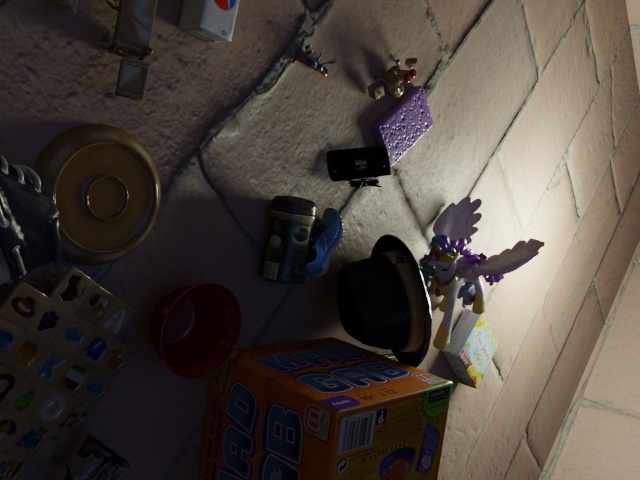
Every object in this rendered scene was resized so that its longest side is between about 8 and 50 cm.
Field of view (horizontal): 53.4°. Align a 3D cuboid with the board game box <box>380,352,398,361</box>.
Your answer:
[{"bbox_3d":[0.180,0.444,1.777,0.136,0.030,0.259,4,96,-46],"label":"board game box"}]

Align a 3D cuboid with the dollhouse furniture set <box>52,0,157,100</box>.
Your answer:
[{"bbox_3d":[-0.346,-0.322,0.985,0.161,0.101,0.181,10,93,-24],"label":"dollhouse furniture set"}]

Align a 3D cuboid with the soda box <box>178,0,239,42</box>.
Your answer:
[{"bbox_3d":[-0.183,-0.465,1.122,0.074,0.069,0.216,12,89,-48],"label":"soda box"}]

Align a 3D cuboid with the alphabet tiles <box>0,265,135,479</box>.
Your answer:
[{"bbox_3d":[-0.437,0.218,0.989,0.342,0.011,0.285,-58,147,-16],"label":"alphabet tiles"}]

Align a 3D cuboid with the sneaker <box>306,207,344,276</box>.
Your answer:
[{"bbox_3d":[0.000,0.000,1.443,0.073,0.063,0.162,26,80,-45],"label":"sneaker"}]

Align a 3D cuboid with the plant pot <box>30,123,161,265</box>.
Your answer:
[{"bbox_3d":[-0.358,-0.072,1.050,0.236,0.032,0.236,-13,108,-46],"label":"plant pot"}]

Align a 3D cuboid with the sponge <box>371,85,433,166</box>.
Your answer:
[{"bbox_3d":[0.213,-0.293,1.632,0.210,0.031,0.117,-45,128,-30],"label":"sponge"}]

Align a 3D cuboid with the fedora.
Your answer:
[{"bbox_3d":[0.128,0.148,1.488,0.153,0.334,0.334,-6,106,-15],"label":"fedora"}]

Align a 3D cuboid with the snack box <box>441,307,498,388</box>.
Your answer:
[{"bbox_3d":[0.489,0.351,2.066,0.174,0.070,0.207,-54,134,-24],"label":"snack box"}]

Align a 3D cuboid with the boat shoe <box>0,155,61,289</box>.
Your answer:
[{"bbox_3d":[-0.466,-0.089,0.870,0.158,0.127,0.340,-31,130,-45],"label":"boat shoe"}]

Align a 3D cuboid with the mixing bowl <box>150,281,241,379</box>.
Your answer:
[{"bbox_3d":[-0.245,0.155,1.179,0.181,0.098,0.181,-15,111,-45],"label":"mixing bowl"}]

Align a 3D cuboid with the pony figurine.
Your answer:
[{"bbox_3d":[0.409,0.083,1.797,0.351,0.303,0.363,-33,138,-29],"label":"pony figurine"}]

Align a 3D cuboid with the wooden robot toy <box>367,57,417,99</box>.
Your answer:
[{"bbox_3d":[0.189,-0.379,1.561,0.173,0.076,0.079,-45,140,-31],"label":"wooden robot toy"}]

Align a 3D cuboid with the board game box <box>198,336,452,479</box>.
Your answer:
[{"bbox_3d":[0.004,0.431,1.316,0.357,0.356,0.356,2,98,-46],"label":"board game box"}]

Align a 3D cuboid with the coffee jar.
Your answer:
[{"bbox_3d":[-0.068,-0.002,1.353,0.096,0.079,0.184,6,96,-45],"label":"coffee jar"}]

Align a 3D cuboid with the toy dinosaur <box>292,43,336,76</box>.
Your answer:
[{"bbox_3d":[-0.014,-0.380,1.370,0.090,0.047,0.082,-29,136,-2],"label":"toy dinosaur"}]

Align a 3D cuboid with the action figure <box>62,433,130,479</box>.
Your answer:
[{"bbox_3d":[-0.443,0.460,1.037,0.285,0.099,0.185,-53,138,-21],"label":"action figure"}]

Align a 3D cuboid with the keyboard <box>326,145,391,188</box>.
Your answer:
[{"bbox_3d":[0.088,-0.170,1.522,0.192,0.038,0.100,-10,93,-36],"label":"keyboard"}]
